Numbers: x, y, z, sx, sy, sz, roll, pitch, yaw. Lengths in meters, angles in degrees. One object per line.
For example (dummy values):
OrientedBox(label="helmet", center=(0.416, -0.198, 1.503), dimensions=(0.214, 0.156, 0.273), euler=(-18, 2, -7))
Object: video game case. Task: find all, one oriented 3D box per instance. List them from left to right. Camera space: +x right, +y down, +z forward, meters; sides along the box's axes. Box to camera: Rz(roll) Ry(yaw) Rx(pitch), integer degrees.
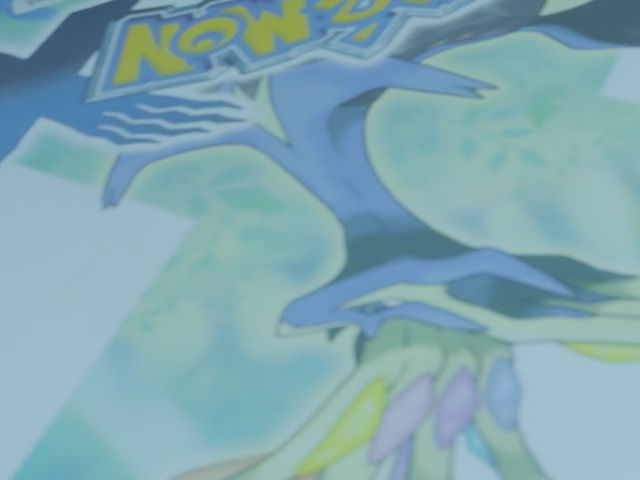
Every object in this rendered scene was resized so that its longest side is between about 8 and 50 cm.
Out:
OrientedBox(label="video game case", center=(0.000, 0.000, 0.394), dimensions=(0.329, 0.036, 0.300), euler=(-17, 36, -5))
